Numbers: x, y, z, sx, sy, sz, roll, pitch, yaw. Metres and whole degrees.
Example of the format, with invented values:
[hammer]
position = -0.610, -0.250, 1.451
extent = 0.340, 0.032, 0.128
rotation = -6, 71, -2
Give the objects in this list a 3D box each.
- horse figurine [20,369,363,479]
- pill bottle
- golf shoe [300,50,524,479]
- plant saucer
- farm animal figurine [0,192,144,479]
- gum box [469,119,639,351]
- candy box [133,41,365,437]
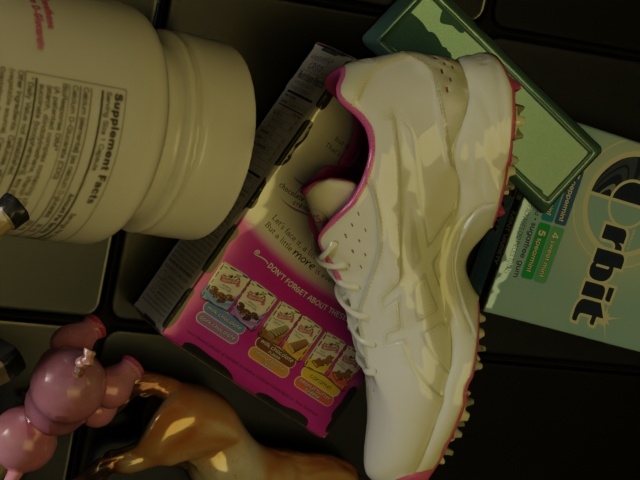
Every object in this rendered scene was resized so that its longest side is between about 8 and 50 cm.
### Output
[horse figurine]
position = -0.092, 0.172, 1.379
extent = 0.174, 0.066, 0.263
rotation = -44, 120, 0
[pill bottle]
position = -0.194, -0.084, 1.196
extent = 0.283, 0.160, 0.160
rotation = 9, 102, -32
[golf shoe]
position = 0.045, 0.018, 1.299
extent = 0.140, 0.115, 0.306
rotation = 7, 96, -15
[plant saucer]
position = 0.120, -0.104, 1.390
extent = 0.192, 0.018, 0.067
rotation = 43, 92, -15
[farm animal figurine]
position = -0.242, 0.122, 1.140
extent = 0.172, 0.326, 0.330
rotation = -41, 122, -28
[gum box]
position = 0.218, -0.003, 1.478
extent = 0.184, 0.041, 0.157
rotation = 15, 98, -26
[candy box]
position = 0.000, 0.000, 1.364
extent = 0.159, 0.071, 0.233
rotation = 36, 90, -28
